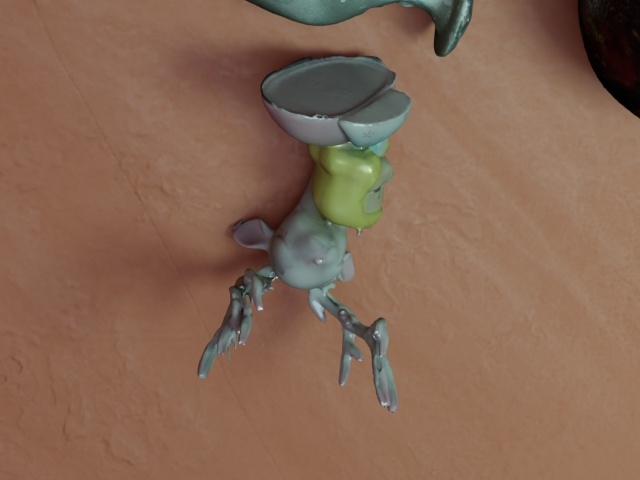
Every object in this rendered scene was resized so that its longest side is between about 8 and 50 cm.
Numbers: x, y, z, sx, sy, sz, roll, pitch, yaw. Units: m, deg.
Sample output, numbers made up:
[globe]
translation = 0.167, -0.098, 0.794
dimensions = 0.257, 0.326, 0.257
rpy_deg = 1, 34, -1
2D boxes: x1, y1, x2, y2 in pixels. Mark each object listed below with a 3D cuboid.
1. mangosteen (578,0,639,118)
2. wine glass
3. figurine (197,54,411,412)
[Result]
[mangosteen]
translation = 0.406, -0.250, 1.617
dimensions = 0.311, 0.311, 0.311
rpy_deg = -1, 107, -4
[wine glass]
translation = 0.033, -0.273, 1.653
dimensions = 0.241, 0.126, 0.126
rpy_deg = 15, 106, -10
[figurine]
translation = -0.014, -0.003, 1.667
dimensions = 0.206, 0.284, 0.316
rpy_deg = 4, 118, -4
